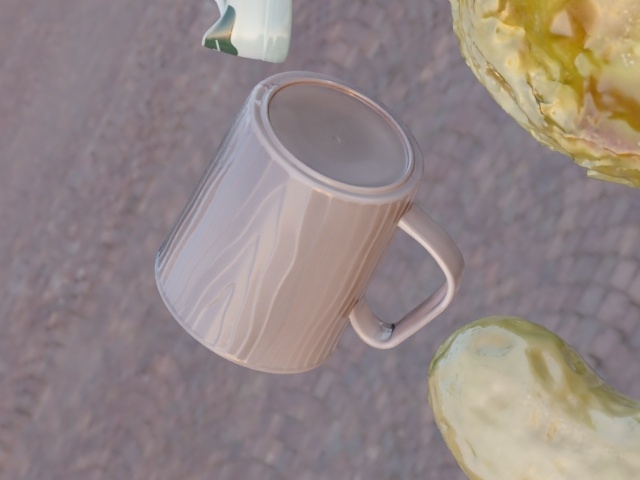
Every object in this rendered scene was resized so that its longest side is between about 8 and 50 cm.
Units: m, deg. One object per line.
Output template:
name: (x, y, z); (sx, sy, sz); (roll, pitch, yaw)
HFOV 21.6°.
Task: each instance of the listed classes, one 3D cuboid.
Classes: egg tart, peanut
egg tart: (0.291, -0.221, 1.350); (0.388, 0.388, 0.169); (-49, -2, 31)
peanut: (0.213, 0.164, 1.153); (0.147, 0.319, 0.147); (-48, -10, -12)

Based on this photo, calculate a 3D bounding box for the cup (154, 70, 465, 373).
cup: (-0.014, 0.003, 1.778); (0.288, 0.208, 0.273); (50, 132, 24)

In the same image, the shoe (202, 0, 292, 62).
shoe: (-0.088, -0.335, 1.953); (0.095, 0.110, 0.265); (112, 156, -72)
